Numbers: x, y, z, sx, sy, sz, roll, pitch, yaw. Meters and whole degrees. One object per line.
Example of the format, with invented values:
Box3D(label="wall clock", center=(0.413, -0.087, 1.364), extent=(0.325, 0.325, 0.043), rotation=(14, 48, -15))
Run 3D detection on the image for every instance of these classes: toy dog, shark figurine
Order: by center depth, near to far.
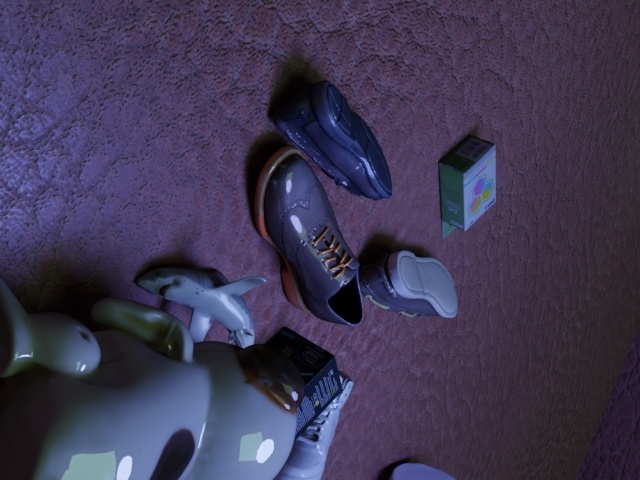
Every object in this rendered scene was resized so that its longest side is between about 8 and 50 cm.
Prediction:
Box3D(label="toy dog", center=(-0.207, 0.209, 1.097), extent=(0.408, 0.395, 0.284), rotation=(8, 98, -46))
Box3D(label="shark figurine", center=(-0.144, 0.108, 1.360), extent=(0.166, 0.116, 0.278), rotation=(-21, 130, 1))

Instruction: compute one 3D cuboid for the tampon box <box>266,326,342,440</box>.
Box3D(label="tampon box", center=(-0.062, 0.251, 1.543), extent=(0.161, 0.120, 0.101), rotation=(-42, 141, -27))

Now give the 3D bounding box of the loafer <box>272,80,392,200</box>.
Box3D(label="loafer", center=(0.025, -0.146, 1.421), extent=(0.302, 0.095, 0.109), rotation=(45, 35, -57))

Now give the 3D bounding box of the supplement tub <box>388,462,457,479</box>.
Box3D(label="supplement tub", center=(0.211, 0.708, 2.141), extent=(0.228, 0.228, 0.316), rotation=(-5, 118, -52))

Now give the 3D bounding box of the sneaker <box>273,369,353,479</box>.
Box3D(label="sneaker", center=(-0.018, 0.313, 1.614), extent=(0.292, 0.108, 0.169), rotation=(-50, 156, -76))

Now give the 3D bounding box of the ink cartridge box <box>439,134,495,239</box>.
Box3D(label="ink cartridge box", center=(0.295, -0.093, 1.821), extent=(0.109, 0.062, 0.209), rotation=(-41, 142, -29))

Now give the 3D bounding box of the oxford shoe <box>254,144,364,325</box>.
Box3D(label="oxford shoe", center=(0.000, 0.000, 1.432), extent=(0.130, 0.133, 0.363), rotation=(-46, 143, -21))

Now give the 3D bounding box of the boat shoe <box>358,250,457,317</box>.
Box3D(label="boat shoe", center=(0.176, 0.094, 1.769), extent=(0.324, 0.097, 0.116), rotation=(21, 56, -60))
